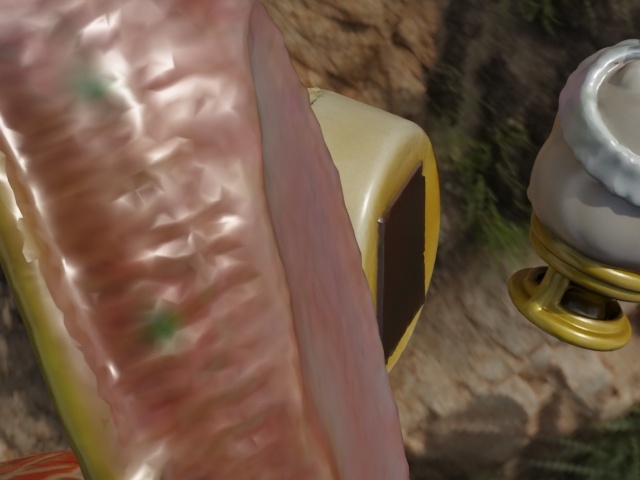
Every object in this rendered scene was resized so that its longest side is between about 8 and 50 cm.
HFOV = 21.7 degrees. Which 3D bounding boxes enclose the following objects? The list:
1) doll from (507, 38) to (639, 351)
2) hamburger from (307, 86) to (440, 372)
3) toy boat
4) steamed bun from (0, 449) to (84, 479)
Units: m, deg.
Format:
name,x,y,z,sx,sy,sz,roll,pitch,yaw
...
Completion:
name,x,y,z,sx,sy,sz,roll,pitch,yaw
doll,0.106,-0.032,0.561,0.073,0.084,0.127,13,116,-21
hamburger,0.000,0.000,1.564,0.170,0.302,0.302,11,109,19
toy boat,-0.036,0.033,0.399,0.099,0.141,0.317,-12,109,18
steamed bun,-0.206,0.284,1.135,0.374,0.374,0.241,-31,106,0
